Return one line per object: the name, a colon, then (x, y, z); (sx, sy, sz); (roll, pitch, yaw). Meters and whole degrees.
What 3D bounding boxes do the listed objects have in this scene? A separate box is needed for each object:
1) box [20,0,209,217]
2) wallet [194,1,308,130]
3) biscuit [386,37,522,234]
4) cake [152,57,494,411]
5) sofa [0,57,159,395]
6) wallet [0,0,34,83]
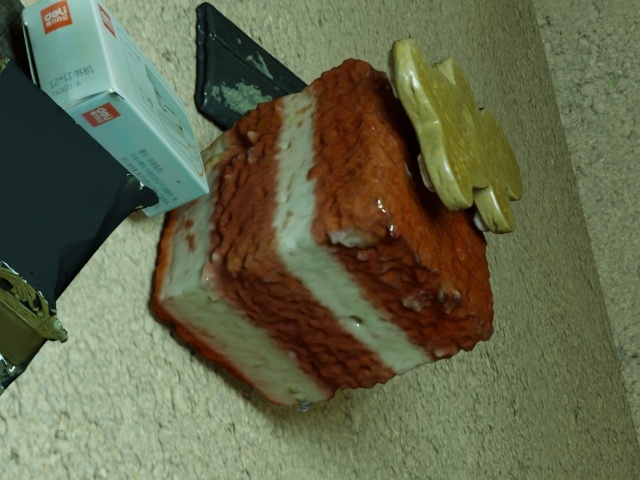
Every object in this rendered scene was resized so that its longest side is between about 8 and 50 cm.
box: (-0.206, -0.135, 1.335); (0.269, 0.079, 0.135); (53, 17, -63)
wallet: (-0.063, -0.181, 1.766); (0.321, 0.044, 0.170); (37, 47, -49)
biscuit: (0.159, -0.104, 1.464); (0.340, 0.047, 0.216); (0, 71, -68)
cake: (0.000, 0.000, 1.489); (0.269, 0.319, 0.270); (46, 32, -38)
sofa: (-0.297, -0.002, 1.147); (0.200, 0.182, 0.258); (44, 36, -16)
wallet: (-0.282, -0.134, 1.324); (0.230, 0.042, 0.124); (60, 20, -24)
